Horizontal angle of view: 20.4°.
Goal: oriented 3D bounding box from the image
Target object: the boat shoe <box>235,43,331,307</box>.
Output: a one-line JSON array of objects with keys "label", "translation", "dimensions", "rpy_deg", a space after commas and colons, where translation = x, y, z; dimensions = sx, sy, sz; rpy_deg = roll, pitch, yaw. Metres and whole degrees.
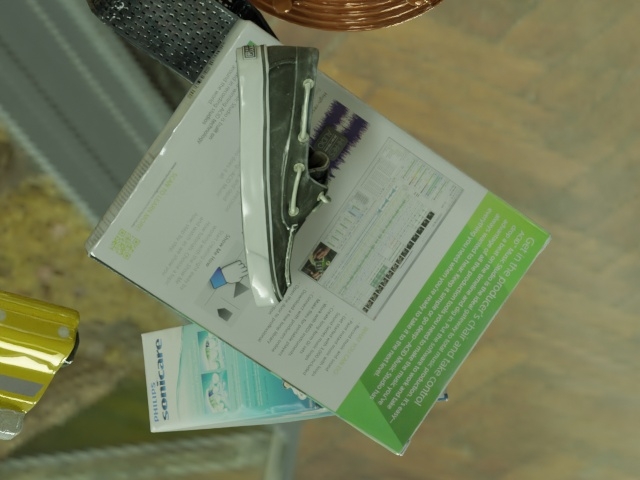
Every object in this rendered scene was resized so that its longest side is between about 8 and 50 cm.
[{"label": "boat shoe", "translation": [-0.027, -0.045, 1.356], "dimensions": [0.070, 0.078, 0.219], "rpy_deg": [-2, 121, -3]}]

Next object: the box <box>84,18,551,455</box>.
[{"label": "box", "translation": [0.000, 0.000, 1.480], "dimensions": [0.322, 0.232, 0.058], "rpy_deg": [35, -178, -13]}]

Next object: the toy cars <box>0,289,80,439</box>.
[{"label": "toy cars", "translation": [-0.368, 0.128, 1.464], "dimensions": [0.393, 0.087, 0.176], "rpy_deg": [-8, 149, 17]}]

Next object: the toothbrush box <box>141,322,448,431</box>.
[{"label": "toothbrush box", "translation": [-0.033, 0.147, 2.071], "dimensions": [0.216, 0.126, 0.295], "rpy_deg": [1, 169, -43]}]

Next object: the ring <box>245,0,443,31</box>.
[{"label": "ring", "translation": [0.011, -0.348, 1.754], "dimensions": [0.336, 0.032, 0.336], "rpy_deg": [5, 127, 6]}]

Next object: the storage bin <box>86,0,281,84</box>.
[{"label": "storage bin", "translation": [-0.141, -0.227, 1.767], "dimensions": [0.180, 0.122, 0.084], "rpy_deg": [33, 104, -31]}]
